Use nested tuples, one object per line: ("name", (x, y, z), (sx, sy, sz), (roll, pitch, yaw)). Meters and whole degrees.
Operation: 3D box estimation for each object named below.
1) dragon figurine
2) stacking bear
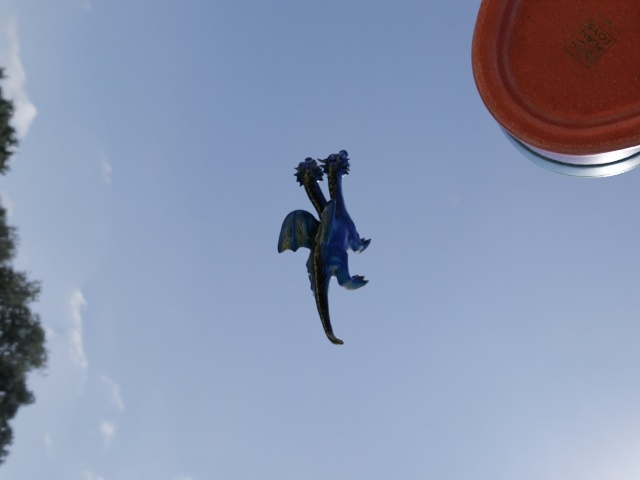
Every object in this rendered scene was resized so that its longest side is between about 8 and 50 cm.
("dragon figurine", (0.000, 0.000, 0.913), (0.085, 0.144, 0.289), (-14, -142, 28))
("stacking bear", (0.229, -0.129, 0.565), (0.164, 0.289, 0.175), (-46, -107, 16))
